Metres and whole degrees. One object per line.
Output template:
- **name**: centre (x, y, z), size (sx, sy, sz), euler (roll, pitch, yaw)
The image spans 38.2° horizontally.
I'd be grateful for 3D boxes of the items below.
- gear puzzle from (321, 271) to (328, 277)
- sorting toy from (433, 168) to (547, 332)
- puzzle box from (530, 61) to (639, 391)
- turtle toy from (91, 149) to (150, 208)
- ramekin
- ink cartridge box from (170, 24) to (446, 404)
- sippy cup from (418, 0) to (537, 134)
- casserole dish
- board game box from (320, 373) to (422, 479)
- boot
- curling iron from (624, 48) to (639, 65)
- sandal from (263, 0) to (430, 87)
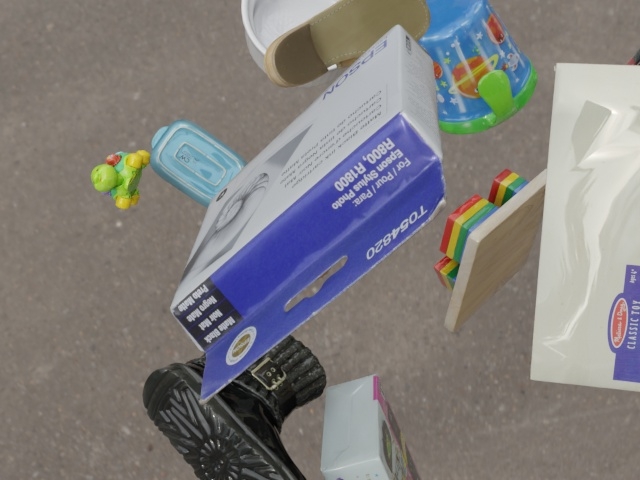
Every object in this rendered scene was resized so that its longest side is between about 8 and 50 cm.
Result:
- **gear puzzle**: centre (0.000, 0.000, 1.850), size (0.175, 0.339, 0.044), euler (-33, 66, -22)
- **sorting toy**: centre (0.312, 0.004, 1.749), size (0.089, 0.255, 0.257), euler (35, 52, 25)
- **puzzle box**: centre (0.408, -0.010, 1.137), size (0.272, 0.408, 0.052), euler (5, 13, 12)
- **turtle toy**: centre (-0.325, -0.103, 1.490), size (0.066, 0.130, 0.095), euler (18, 101, 1)
- **ramekin**: centre (-0.033, -0.461, 1.965), size (0.277, 0.135, 0.277), euler (2, 77, -7)
- **ink cartridge box**: centre (-0.012, -0.027, 0.637), size (0.223, 0.045, 0.224), euler (-40, 22, 24)
- **sippy cup**: centre (0.283, -0.368, 1.834), size (0.305, 0.224, 0.240), euler (13, 57, 45)
- **casserole dish**: centre (-0.211, -0.133, 1.621), size (0.188, 0.037, 0.114), euler (35, 85, -7)
- **board game box**: centre (0.098, 0.399, 1.449), size (0.098, 0.303, 0.224), euler (-17, 23, 11)
- **boot**: centre (-0.068, 0.277, 1.359), size (0.348, 0.131, 0.260), euler (50, 31, 15)
- **curling iron**: centre (0.734, -0.440, 1.987), size (0.068, 0.274, 0.035), euler (-3, 50, -33)
- **sandal**: centre (0.018, -0.244, 1.108), size (0.240, 0.088, 0.079), euler (-29, 19, -30)
